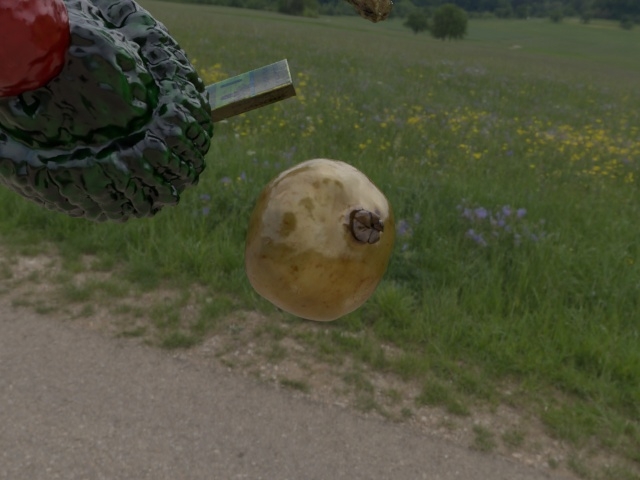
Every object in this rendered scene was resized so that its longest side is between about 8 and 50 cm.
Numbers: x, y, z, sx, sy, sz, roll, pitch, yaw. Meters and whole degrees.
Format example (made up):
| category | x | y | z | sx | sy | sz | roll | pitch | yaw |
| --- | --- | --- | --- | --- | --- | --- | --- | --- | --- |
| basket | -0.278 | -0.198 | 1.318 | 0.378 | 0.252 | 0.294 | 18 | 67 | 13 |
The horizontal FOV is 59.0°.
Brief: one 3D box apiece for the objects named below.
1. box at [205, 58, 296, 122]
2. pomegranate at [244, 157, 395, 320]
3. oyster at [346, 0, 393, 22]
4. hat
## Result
| category | x | y | z | sx | sy | sz | roll | pitch | yaw |
| --- | --- | --- | --- | --- | --- | --- | --- | --- | --- |
| box | -0.145 | -0.274 | 1.049 | 0.193 | 0.030 | 0.121 | -18 | 37 | 5 |
| pomegranate | -0.004 | -0.002 | 1.023 | 0.307 | 0.308 | 0.307 | 5 | 20 | -2 |
| oyster | -0.047 | -0.374 | 0.638 | 0.345 | 0.078 | 0.129 | 40 | 15 | -18 |
| hat | -0.249 | -0.166 | 0.519 | 0.274 | 0.242 | 0.332 | 17 | -13 | 6 |
